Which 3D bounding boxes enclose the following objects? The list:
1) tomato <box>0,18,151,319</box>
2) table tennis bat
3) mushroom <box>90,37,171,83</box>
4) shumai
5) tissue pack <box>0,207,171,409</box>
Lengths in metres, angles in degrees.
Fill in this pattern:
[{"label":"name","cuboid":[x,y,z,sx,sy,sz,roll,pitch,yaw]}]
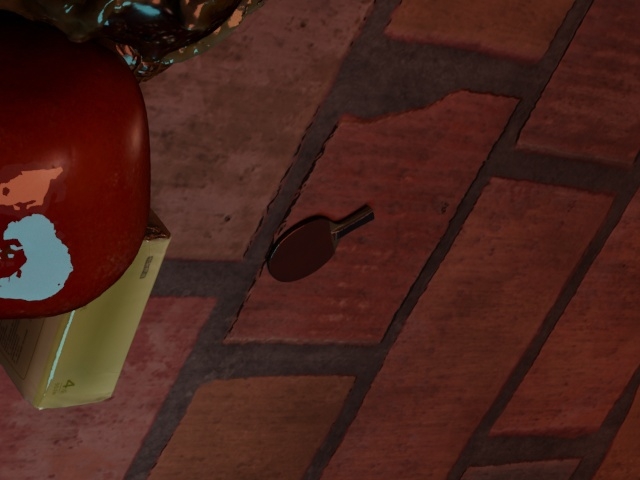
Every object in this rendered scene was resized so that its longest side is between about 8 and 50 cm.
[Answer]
[{"label":"tomato","cuboid":[-0.317,-0.067,1.741,0.325,0.290,0.293,0,128,-23]},{"label":"table tennis bat","cuboid":[0.000,0.000,2.341,0.158,0.014,0.095,-29,140,-15]},{"label":"mushroom","cuboid":[-0.192,-0.207,1.899,0.126,0.085,0.109,-29,142,-9]},{"label":"shumai","cuboid":[-0.175,-0.277,1.699,0.330,0.292,0.288,-22,152,13]},{"label":"tissue pack","cuboid":[-0.274,0.044,2.007,0.125,0.159,0.234,-6,129,-40]}]
